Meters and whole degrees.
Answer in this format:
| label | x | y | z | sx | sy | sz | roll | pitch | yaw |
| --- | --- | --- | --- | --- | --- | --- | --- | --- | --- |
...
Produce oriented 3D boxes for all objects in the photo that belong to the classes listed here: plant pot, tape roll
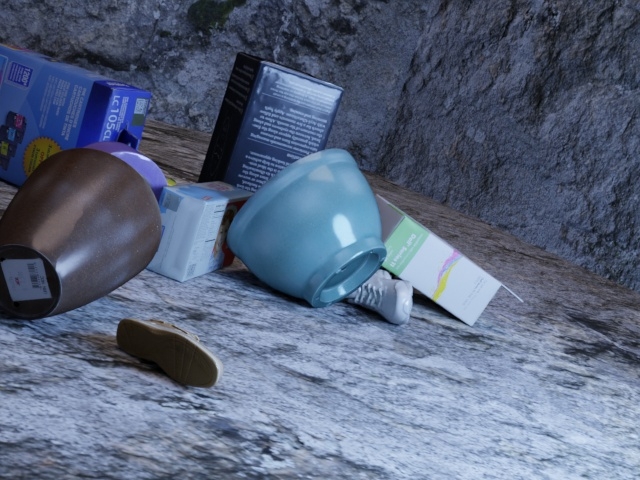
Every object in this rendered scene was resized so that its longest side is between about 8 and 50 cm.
| label | x | y | z | sx | sy | sz | roll | pitch | yaw |
| --- | --- | --- | --- | --- | --- | --- | --- | --- | --- |
| plant pot | 0.000 | 0.000 | 1.816 | 0.196 | 0.293 | 0.293 | 52 | 24 | 21 |
| plant pot | -0.355 | 0.009 | 1.329 | 0.215 | 0.215 | 0.230 | 18 | 24 | 3 |
| tape roll | -0.369 | -0.076 | 1.721 | 0.189 | 0.189 | 0.080 | 10 | 12 | -37 |

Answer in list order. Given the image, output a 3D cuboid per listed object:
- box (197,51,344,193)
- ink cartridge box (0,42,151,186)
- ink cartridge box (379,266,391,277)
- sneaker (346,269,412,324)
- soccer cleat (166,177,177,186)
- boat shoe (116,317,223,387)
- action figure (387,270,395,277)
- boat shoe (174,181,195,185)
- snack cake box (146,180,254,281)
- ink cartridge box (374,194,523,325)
| label | x | y | z | sx | sy | sz | roll | pitch | yaw |
| --- | --- | --- | --- | --- | --- | --- | --- | --- | --- |
| box | -0.135 | -0.222 | 2.321 | 0.212 | 0.396 | 0.293 | 16 | 11 | -19 |
| ink cartridge box | -0.524 | -0.224 | 2.013 | 0.395 | 0.270 | 0.151 | 21 | 12 | 19 |
| ink cartridge box | 0.045 | 0.040 | 2.179 | 0.165 | 0.065 | 0.333 | 16 | 11 | -10 |
| sneaker | 0.100 | 0.108 | 1.898 | 0.115 | 0.090 | 0.232 | 7 | 4 | -20 |
| soccer cleat | -0.416 | -0.102 | 2.152 | 0.289 | 0.093 | 0.121 | 23 | 41 | 4 |
| boat shoe | -0.185 | 0.138 | 1.256 | 0.170 | 0.063 | 0.059 | 23 | 17 | 29 |
| action figure | 0.181 | 0.014 | 2.349 | 0.164 | 0.141 | 0.275 | 26 | 4 | -24 |
| boat shoe | -0.228 | -0.046 | 2.033 | 0.103 | 0.118 | 0.320 | 18 | 2 | 25 |
| snack cake box | -0.221 | -0.024 | 1.802 | 0.089 | 0.152 | 0.264 | 20 | 10 | 12 |
| ink cartridge box | 0.249 | 0.059 | 2.117 | 0.353 | 0.119 | 0.207 | 34 | 5 | -21 |
